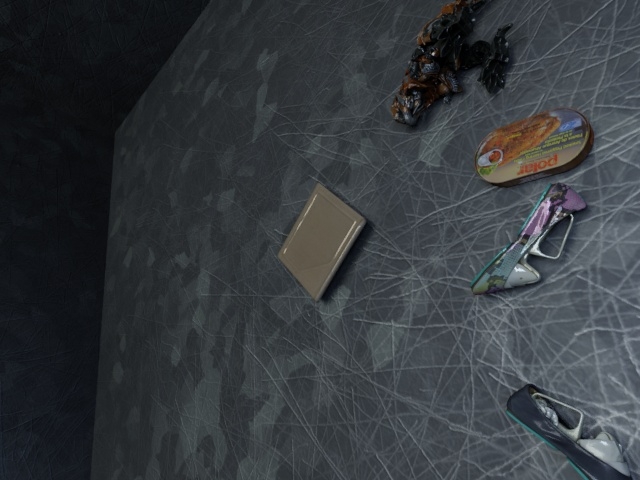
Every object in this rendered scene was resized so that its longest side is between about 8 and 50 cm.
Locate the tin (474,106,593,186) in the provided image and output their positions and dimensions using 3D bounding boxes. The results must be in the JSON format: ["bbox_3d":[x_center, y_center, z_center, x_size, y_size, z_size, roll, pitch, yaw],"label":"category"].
[{"bbox_3d":[0.355,-0.152,0.782,0.190,0.040,0.106,-14,62,44],"label":"tin"}]

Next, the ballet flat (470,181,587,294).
[{"bbox_3d":[0.329,0.015,0.727,0.079,0.077,0.221,41,107,26],"label":"ballet flat"}]

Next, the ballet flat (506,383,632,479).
[{"bbox_3d":[0.341,0.266,0.614,0.203,0.074,0.074,41,106,49],"label":"ballet flat"}]

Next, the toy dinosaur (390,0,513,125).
[{"bbox_3d":[0.244,-0.384,0.916,0.218,0.164,0.321,-133,47,-62],"label":"toy dinosaur"}]

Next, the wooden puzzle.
[{"bbox_3d":[0.000,0.000,1.108,0.221,0.044,0.238,-60,38,13],"label":"wooden puzzle"}]
